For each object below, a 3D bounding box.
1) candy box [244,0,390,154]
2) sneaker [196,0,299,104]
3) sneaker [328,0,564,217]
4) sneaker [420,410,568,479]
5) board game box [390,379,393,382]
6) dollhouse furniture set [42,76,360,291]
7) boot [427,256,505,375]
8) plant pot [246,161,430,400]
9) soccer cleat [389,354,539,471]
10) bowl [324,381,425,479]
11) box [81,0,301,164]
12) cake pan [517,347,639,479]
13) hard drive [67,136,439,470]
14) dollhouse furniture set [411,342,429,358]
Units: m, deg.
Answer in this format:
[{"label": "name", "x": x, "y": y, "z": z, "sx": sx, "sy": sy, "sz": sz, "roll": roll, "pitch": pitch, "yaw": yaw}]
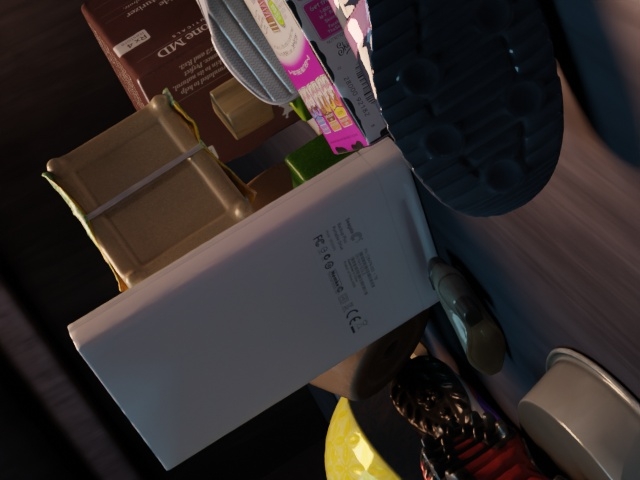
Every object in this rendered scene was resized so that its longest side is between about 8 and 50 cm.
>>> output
[{"label": "candy box", "x": -0.005, "y": -0.190, "z": 1.026, "sx": 0.233, "sy": 0.071, "sz": 0.159, "roll": 59, "pitch": 173, "yaw": -7}, {"label": "sneaker", "x": -0.082, "y": -0.256, "z": 1.260, "sx": 0.258, "sy": 0.094, "sz": 0.091, "roll": 63, "pitch": -170, "yaw": 0}, {"label": "sneaker", "x": 0.051, "y": -0.168, "z": 0.729, "sx": 0.131, "sy": 0.112, "sz": 0.319, "roll": -96, "pitch": -18, "yaw": -67}, {"label": "sneaker", "x": 0.172, "y": 0.246, "z": 1.093, "sx": 0.135, "sy": 0.097, "sz": 0.276, "roll": 64, "pitch": 169, "yaw": -21}, {"label": "board game box", "x": 0.113, "y": 0.228, "z": 1.748, "sx": 0.194, "sy": 0.060, "sz": 0.194, "roll": 34, "pitch": 169, "yaw": -11}, {"label": "dollhouse furniture set", "x": -0.108, "y": -0.053, "z": 1.333, "sx": 0.197, "sy": 0.301, "sz": 0.151, "roll": 51, "pitch": 167, "yaw": 28}, {"label": "boot", "x": 0.143, "y": 0.071, "z": 1.244, "sx": 0.087, "sy": 0.042, "sz": 0.118, "roll": 59, "pitch": 174, "yaw": 49}, {"label": "plant pot", "x": -0.001, "y": 0.068, "z": 1.487, "sx": 0.229, "sy": 0.263, "sz": 0.263, "roll": 35, "pitch": 163, "yaw": 24}, {"label": "soccer cleat", "x": 0.199, "y": 0.259, "z": 1.443, "sx": 0.116, "sy": 0.108, "sz": 0.318, "roll": 39, "pitch": -173, "yaw": -45}, {"label": "bowl", "x": 0.106, "y": 0.322, "z": 1.538, "sx": 0.289, "sy": 0.156, "sz": 0.289, "roll": 33, "pitch": -163, "yaw": -12}, {"label": "box", "x": -0.149, "y": -0.213, "z": 1.472, "sx": 0.203, "sy": 0.168, "sz": 0.167, "roll": 50, "pitch": 168, "yaw": 45}, {"label": "cake pan", "x": 0.260, "y": 0.227, "z": 1.047, "sx": 0.293, "sy": 0.054, "sz": 0.293, "roll": 57, "pitch": 172, "yaw": 13}, {"label": "hard drive", "x": -0.048, "y": 0.069, "z": 1.246, "sx": 0.047, "sy": 0.353, "sz": 0.233, "roll": 51, "pitch": 170, "yaw": 41}, {"label": "dollhouse furniture set", "x": 0.083, "y": 0.134, "z": 1.682, "sx": 0.114, "sy": 0.081, "sz": 0.091, "roll": 49, "pitch": 168, "yaw": 48}]
